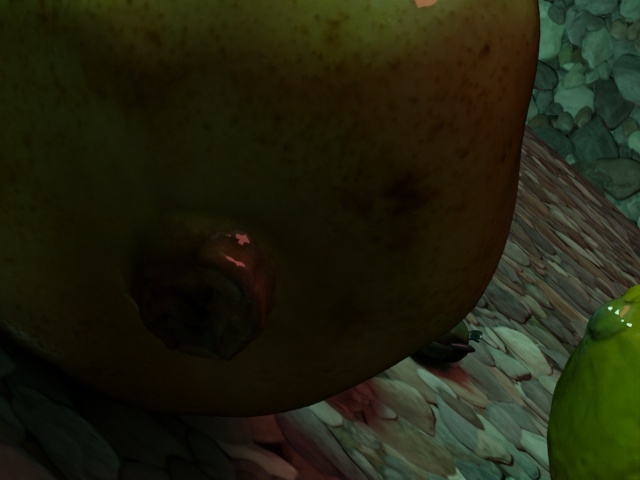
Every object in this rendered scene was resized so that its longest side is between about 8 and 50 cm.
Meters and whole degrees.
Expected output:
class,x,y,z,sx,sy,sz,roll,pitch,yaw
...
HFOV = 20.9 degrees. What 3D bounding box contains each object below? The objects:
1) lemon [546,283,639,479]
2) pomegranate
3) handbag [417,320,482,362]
class,x,y,z,sx,sy,sz,roll,pitch,yaw
lemon,0.354,0.184,1.475,0.336,0.336,0.336,37,15,-12
pomegranate,-0.062,-0.081,1.061,0.416,0.416,0.416,37,15,-12
handbag,0.110,0.088,1.655,0.072,0.047,0.111,47,14,26
